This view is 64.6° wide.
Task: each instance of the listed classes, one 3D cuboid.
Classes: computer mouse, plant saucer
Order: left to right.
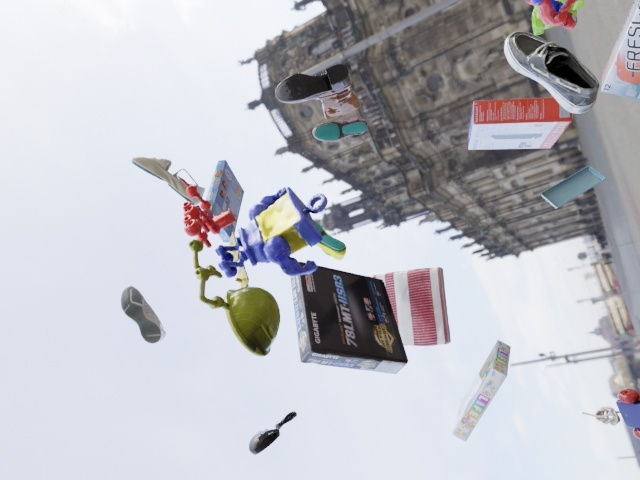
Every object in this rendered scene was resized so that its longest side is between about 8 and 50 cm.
[{"bbox_3d":[-0.129,0.518,1.397,0.041,0.071,0.242,56,-163,8],"label":"computer mouse"},{"bbox_3d":[0.736,-0.154,1.474,0.067,0.191,0.018,53,164,34],"label":"plant saucer"}]

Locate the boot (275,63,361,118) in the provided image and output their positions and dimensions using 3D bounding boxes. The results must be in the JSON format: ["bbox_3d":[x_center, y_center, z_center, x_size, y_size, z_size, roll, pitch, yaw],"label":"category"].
[{"bbox_3d":[-0.003,-0.503,1.779,0.280,0.263,0.096,34,-146,-77],"label":"boot"}]

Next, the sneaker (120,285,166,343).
[{"bbox_3d":[-0.413,0.174,1.179,0.152,0.053,0.061,56,178,10],"label":"sneaker"}]

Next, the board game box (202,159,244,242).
[{"bbox_3d":[-0.306,-0.125,1.618,0.160,0.039,0.212,65,-154,-51],"label":"board game box"}]

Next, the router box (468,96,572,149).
[{"bbox_3d":[0.677,-0.399,1.762,0.335,0.300,0.082,17,-105,-75],"label":"router box"}]

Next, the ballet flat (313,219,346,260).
[{"bbox_3d":[0.000,0.000,1.852,0.077,0.230,0.077,-38,-31,-30],"label":"ballet flat"}]

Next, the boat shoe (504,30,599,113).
[{"bbox_3d":[0.428,-0.330,0.935,0.219,0.077,0.070,54,178,27],"label":"boat shoe"}]

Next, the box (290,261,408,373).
[{"bbox_3d":[0.072,0.212,1.400,0.293,0.073,0.296,15,-139,-24],"label":"box"}]

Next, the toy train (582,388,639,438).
[{"bbox_3d":[0.720,0.356,1.113,0.143,0.248,0.105,-23,-90,-24],"label":"toy train"}]

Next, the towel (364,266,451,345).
[{"bbox_3d":[0.253,0.217,1.614,0.037,0.328,0.237,4,-102,-50],"label":"towel"}]

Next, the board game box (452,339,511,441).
[{"bbox_3d":[0.282,0.262,0.886,0.103,0.026,0.154,-36,-30,-61],"label":"board game box"}]

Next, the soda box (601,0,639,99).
[{"bbox_3d":[0.441,-0.287,0.676,0.063,0.058,0.183,-58,-21,-43],"label":"soda box"}]

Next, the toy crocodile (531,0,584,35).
[{"bbox_3d":[0.635,-0.646,1.373,0.340,0.115,0.105,-10,-90,-71],"label":"toy crocodile"}]

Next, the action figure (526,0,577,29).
[{"bbox_3d":[0.497,-0.586,1.133,0.280,0.139,0.091,26,-161,-22],"label":"action figure"}]

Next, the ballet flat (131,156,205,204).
[{"bbox_3d":[-0.473,-0.208,1.598,0.248,0.086,0.086,36,-142,-10],"label":"ballet flat"}]

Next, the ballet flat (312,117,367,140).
[{"bbox_3d":[0.074,-0.441,1.991,0.079,0.221,0.077,-113,12,-61],"label":"ballet flat"}]

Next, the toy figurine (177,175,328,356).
[{"bbox_3d":[-0.083,-0.017,0.833,0.191,0.217,0.363,59,-178,-38],"label":"toy figurine"}]
